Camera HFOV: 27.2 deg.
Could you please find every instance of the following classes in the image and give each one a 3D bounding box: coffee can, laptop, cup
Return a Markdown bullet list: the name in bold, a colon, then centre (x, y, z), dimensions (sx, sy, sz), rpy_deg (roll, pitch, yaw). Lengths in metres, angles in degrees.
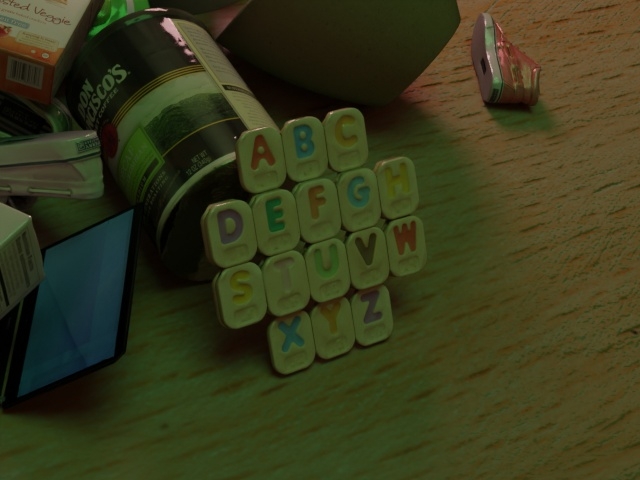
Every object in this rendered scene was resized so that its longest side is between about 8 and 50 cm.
- **coffee can**: centre (-0.158, -0.117, 1.579), dimensions (0.202, 0.201, 0.275), rpy_deg (-14, 50, -30)
- **laptop**: centre (-0.341, 0.045, 1.393), dimensions (0.264, 0.136, 0.234), rpy_deg (17, 40, -16)
- **cup**: centre (0.052, -0.323, 1.821), dimensions (0.237, 0.331, 0.331), rpy_deg (41, 42, -10)

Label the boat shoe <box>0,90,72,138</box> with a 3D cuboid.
- **boat shoe**: centre (-0.440, -0.194, 1.598), dimensions (0.302, 0.109, 0.094), rpy_deg (23, 2, -8)

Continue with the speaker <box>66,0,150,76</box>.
- **speaker**: centre (-0.377, -0.275, 1.734), dimensions (0.297, 0.131, 0.131), rpy_deg (-2, 45, -20)

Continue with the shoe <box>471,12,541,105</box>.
- **shoe**: centre (0.280, -0.270, 1.992), dimensions (0.081, 0.063, 0.178), rpy_deg (7, 48, -13)

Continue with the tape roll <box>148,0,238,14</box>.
- **tape roll**: centre (-0.188, -0.399, 1.867), dimensions (0.219, 0.072, 0.219), rpy_deg (-5, 39, 4)

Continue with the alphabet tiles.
- **alphabet tiles**: centre (0.000, 0.000, 1.483), dimensions (0.284, 0.278, 0.021), rpy_deg (-16, 14, -32)

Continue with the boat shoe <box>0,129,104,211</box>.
- **boat shoe**: centre (-0.357, -0.073, 1.517), dimensions (0.258, 0.084, 0.095), rpy_deg (-1, 15, 36)

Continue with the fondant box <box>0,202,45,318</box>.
- **fondant box**: centre (-0.473, 0.062, 1.304), dimensions (0.238, 0.096, 0.330), rpy_deg (23, 48, 24)

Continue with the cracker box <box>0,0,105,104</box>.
- **cracker box**: centre (-0.362, -0.277, 1.602), dimensions (0.156, 0.067, 0.232), rpy_deg (17, 43, -3)
